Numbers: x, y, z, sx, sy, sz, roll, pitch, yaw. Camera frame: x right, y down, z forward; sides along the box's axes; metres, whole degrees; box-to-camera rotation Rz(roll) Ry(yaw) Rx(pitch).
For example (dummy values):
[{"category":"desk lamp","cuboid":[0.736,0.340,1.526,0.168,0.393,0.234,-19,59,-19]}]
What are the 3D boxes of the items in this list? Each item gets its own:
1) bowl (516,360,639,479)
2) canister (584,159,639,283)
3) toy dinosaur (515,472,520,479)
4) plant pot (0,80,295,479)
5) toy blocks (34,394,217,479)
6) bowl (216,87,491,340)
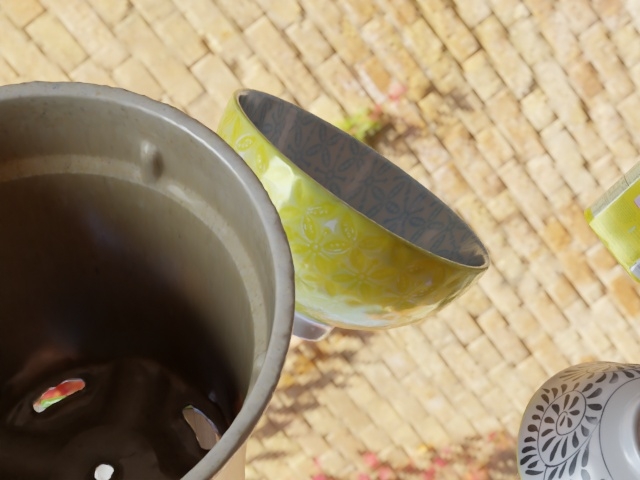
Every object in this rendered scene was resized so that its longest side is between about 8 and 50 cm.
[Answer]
[{"category":"bowl","cuboid":[0.231,0.150,0.921,0.170,0.170,0.080,54,150,12]},{"category":"canister","cuboid":[0.396,-0.044,1.480,0.073,0.170,0.126,-9,-122,-54]},{"category":"toy dinosaur","cuboid":[0.404,0.414,1.756,0.322,0.164,0.218,58,-163,18]},{"category":"plant pot","cuboid":[-0.176,0.115,0.916,0.334,0.334,0.305,55,164,28]},{"category":"toy blocks","cuboid":[-0.289,0.350,1.901,0.191,0.381,0.260,10,-111,-60]},{"category":"bowl","cuboid":[0.000,0.000,1.239,0.289,0.156,0.289,31,-165,-10]}]
